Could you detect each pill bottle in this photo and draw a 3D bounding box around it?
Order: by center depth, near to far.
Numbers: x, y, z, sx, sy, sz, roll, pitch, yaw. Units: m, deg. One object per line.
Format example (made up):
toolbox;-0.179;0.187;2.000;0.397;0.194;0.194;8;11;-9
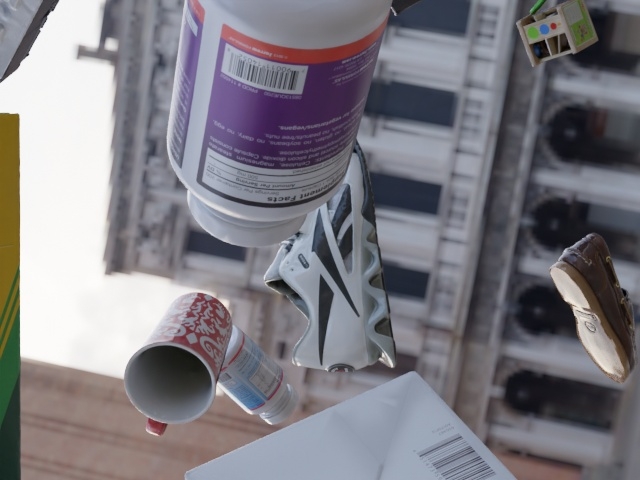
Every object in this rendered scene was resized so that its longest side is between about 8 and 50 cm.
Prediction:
pill bottle;-0.046;-0.145;1.434;0.323;0.182;0.181;105;-175;-48
pill bottle;-0.107;0.207;2.323;0.160;0.087;0.087;47;-136;-29

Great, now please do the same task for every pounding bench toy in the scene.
pounding bench toy;0.245;-0.237;1.639;0.052;0.065;0.083;-32;-76;-48

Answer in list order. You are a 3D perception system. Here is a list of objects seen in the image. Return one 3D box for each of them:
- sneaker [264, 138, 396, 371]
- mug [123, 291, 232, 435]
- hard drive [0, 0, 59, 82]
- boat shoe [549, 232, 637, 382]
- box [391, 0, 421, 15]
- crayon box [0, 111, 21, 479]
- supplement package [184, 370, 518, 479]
sneaker;0.000;0.000;1.848;0.122;0.146;0.330;80;-177;-65
mug;-0.184;0.150;1.927;0.150;0.113;0.169;-39;13;22
hard drive;-0.453;-0.363;1.772;0.064;0.339;0.237;-52;5;-40
boat shoe;0.338;0.081;1.805;0.073;0.073;0.207;-43;-49;-19
box;0.152;-0.428;1.751;0.295;0.293;0.073;52;-161;-46
crayon box;-0.366;0.070;1.032;0.363;0.106;0.313;-8;-78;-54
supplement package;0.043;0.280;1.123;0.198;0.199;0.262;-22;-49;-20
